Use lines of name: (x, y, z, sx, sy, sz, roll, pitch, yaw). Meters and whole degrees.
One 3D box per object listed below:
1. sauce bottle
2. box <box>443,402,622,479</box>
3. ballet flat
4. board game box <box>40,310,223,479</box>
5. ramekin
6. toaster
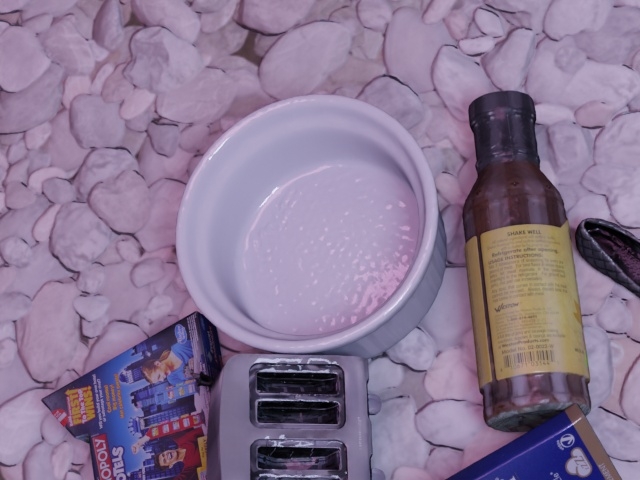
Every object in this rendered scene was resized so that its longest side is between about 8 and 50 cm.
sauce bottle: (0.201, 0.015, 1.401, 0.111, 0.111, 0.344, -8, 70, 14)
box: (0.178, 0.266, 1.315, 0.225, 0.036, 0.136, -31, 108, 6)
ballet flat: (0.328, 0.031, 1.389, 0.173, 0.049, 0.057, 28, 82, 24)
board game box: (-0.194, 0.197, 1.487, 0.194, 0.060, 0.194, -17, 67, 12)
ramekin: (0.000, 0.000, 1.456, 0.277, 0.135, 0.277, -6, 68, 15)
toaster: (-0.033, 0.200, 1.375, 0.186, 0.110, 0.168, 3, 68, -10)
